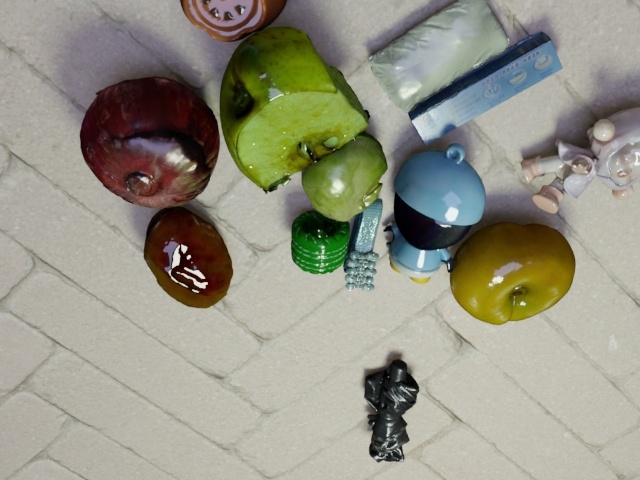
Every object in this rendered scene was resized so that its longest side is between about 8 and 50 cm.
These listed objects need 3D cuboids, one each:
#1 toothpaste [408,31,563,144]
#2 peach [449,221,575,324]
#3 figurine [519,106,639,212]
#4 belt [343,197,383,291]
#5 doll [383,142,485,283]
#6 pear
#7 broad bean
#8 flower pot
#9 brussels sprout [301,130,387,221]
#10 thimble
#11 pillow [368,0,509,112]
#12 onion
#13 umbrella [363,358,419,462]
[{"bbox_3d":[0.290,-0.271,1.196,0.272,0.053,0.066,-29,122,15],"label":"toothpaste"},{"bbox_3d":[0.385,0.070,1.349,0.251,0.153,0.251,-2,142,-2],"label":"peach"},{"bbox_3d":[0.515,-0.153,1.229,0.276,0.133,0.200,-23,131,18],"label":"figurine"},{"bbox_3d":[0.086,0.002,1.333,0.065,0.100,0.179,5,119,-9],"label":"belt"},{"bbox_3d":[0.214,-0.053,1.280,0.177,0.141,0.314,30,134,16],"label":"doll"},{"bbox_3d":[-0.082,-0.222,1.088,0.238,0.164,0.255,-31,154,17],"label":"pear"},{"bbox_3d":[-0.264,0.036,1.334,0.156,0.122,0.228,-34,126,-10],"label":"broad bean"},{"bbox_3d":[-0.140,-0.395,1.043,0.191,0.173,0.190,0,124,-1],"label":"flower pot"},{"bbox_3d":[0.032,-0.127,1.239,0.145,0.131,0.183,16,122,-36],"label":"brussels sprout"},{"bbox_3d":[0.000,0.000,1.313,0.118,0.130,0.090,24,128,30],"label":"thimble"},{"bbox_3d":[0.206,-0.325,1.161,0.229,0.051,0.128,-30,120,14],"label":"pillow"},{"bbox_3d":[-0.296,-0.163,1.171,0.246,0.190,0.246,0,140,0],"label":"onion"},{"bbox_3d":[0.164,0.400,1.577,0.110,0.122,0.272,-22,127,-40],"label":"umbrella"}]
